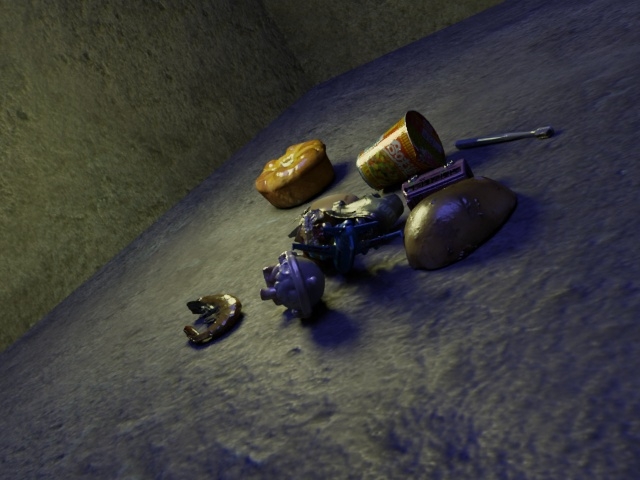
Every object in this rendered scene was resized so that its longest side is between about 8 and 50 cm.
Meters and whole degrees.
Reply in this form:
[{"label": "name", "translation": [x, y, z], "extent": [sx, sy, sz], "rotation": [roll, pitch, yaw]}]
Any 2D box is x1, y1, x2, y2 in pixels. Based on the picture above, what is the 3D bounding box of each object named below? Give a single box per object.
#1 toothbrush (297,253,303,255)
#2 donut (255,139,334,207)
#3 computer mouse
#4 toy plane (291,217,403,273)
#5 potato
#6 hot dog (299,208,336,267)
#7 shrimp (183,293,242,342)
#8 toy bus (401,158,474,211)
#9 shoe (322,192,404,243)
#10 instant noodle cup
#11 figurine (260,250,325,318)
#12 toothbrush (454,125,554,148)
[{"label": "toothbrush", "translation": [-0.073, 0.044, 1.949], "extent": [0.131, 0.011, 0.013], "rotation": [-6, 54, 51]}, {"label": "donut", "translation": [-0.094, -0.240, 2.450], "extent": [0.299, 0.150, 0.317], "rotation": [-28, 21, 12]}, {"label": "computer mouse", "translation": [0.008, -0.073, 2.001], "extent": [0.237, 0.081, 0.145], "rotation": [-20, 23, 28]}, {"label": "toy plane", "translation": [0.057, 0.010, 1.570], "extent": [0.254, 0.104, 0.271], "rotation": [-7, -14, -6]}, {"label": "potato", "translation": [0.292, -0.064, 1.516], "extent": [0.299, 0.115, 0.239], "rotation": [-38, 16, -20]}, {"label": "hot dog", "translation": [0.000, 0.000, 1.749], "extent": [0.103, 0.146, 0.213], "rotation": [-6, -8, -2]}, {"label": "shrimp", "translation": [-0.310, 0.216, 1.847], "extent": [0.253, 0.058, 0.173], "rotation": [-8, 39, 46]}, {"label": "toy bus", "translation": [0.295, -0.130, 1.692], "extent": [0.178, 0.086, 0.098], "rotation": [-21, 28, 23]}, {"label": "shoe", "translation": [0.106, -0.064, 1.805], "extent": [0.149, 0.109, 0.293], "rotation": [-39, 23, -30]}, {"label": "instant noodle cup", "translation": [0.225, -0.246, 1.972], "extent": [0.212, 0.193, 0.193], "rotation": [-29, 18, 35]}, {"label": "figurine", "translation": [-0.066, 0.102, 1.583], "extent": [0.141, 0.162, 0.237], "rotation": [-17, 6, -13]}, {"label": "toothbrush", "translation": [0.492, -0.278, 1.841], "extent": [0.030, 0.025, 0.342], "rotation": [-44, 23, -23]}]
